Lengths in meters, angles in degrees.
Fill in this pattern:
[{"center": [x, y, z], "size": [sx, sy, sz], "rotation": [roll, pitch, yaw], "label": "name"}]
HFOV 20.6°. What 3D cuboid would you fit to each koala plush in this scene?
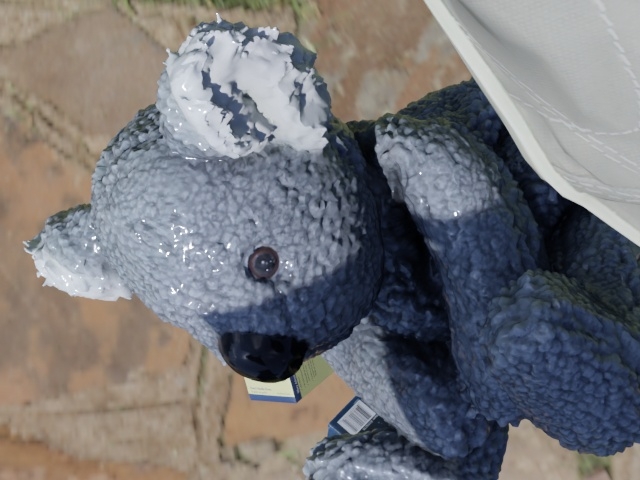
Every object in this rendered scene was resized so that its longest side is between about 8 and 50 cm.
[{"center": [0.000, 0.000, 0.741], "size": [0.221, 0.203, 0.196], "rotation": [17, 144, -22], "label": "koala plush"}]

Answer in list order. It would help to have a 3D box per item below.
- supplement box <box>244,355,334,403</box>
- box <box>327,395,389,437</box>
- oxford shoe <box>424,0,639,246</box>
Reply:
[{"center": [-0.030, 0.094, 1.619], "size": [0.056, 0.083, 0.083], "rotation": [0, 114, 38], "label": "supplement box"}, {"center": [0.095, 0.113, 1.433], "size": [0.233, 0.044, 0.159], "rotation": [-44, 161, -21], "label": "box"}, {"center": [0.088, -0.085, 0.367], "size": [0.169, 0.130, 0.449], "rotation": [-42, 121, 11], "label": "oxford shoe"}]
